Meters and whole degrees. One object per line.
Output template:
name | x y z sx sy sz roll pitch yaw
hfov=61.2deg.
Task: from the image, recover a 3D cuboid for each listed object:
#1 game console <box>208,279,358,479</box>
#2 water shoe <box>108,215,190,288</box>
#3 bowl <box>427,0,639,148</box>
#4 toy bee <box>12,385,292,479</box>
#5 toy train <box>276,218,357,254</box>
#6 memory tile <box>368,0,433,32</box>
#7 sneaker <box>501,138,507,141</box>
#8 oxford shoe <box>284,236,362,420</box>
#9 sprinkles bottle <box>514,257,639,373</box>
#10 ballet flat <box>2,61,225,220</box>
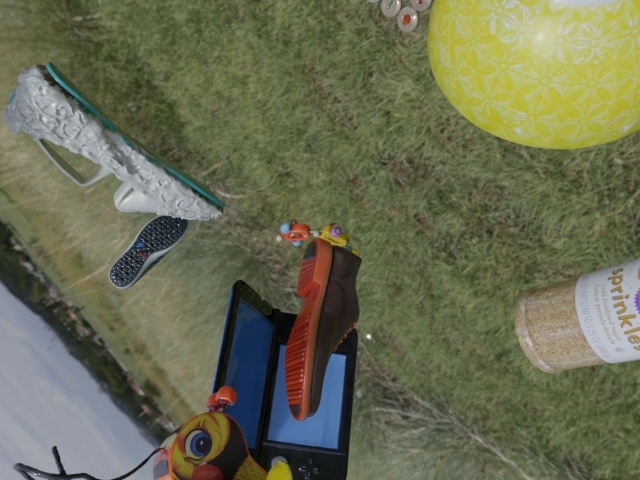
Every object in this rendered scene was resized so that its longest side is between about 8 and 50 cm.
game console | -0.050 0.241 0.889 0.250 0.293 0.173 11 155 -9
water shoe | -0.359 0.015 1.134 0.073 0.203 0.080 47 170 -4
bowl | 0.251 -0.255 0.538 0.289 0.289 0.156 41 175 20
toy bee | -0.095 0.231 0.521 0.195 0.162 0.298 -15 122 38
toy train | 0.000 0.000 1.037 0.125 0.046 0.166 -9 146 28
memory tile | 0.133 -0.397 0.797 0.113 0.012 0.148 49 134 14
sneaker | 0.540 -0.328 1.370 0.192 0.086 0.064 -47 73 31
oxford shoe | 0.012 0.131 0.802 0.098 0.271 0.097 17 159 -19
sprinkles bottle | 0.404 0.069 0.614 0.121 0.121 0.355 54 139 -6
ballet flat | -0.352 -0.133 0.942 0.147 0.147 0.409 20 164 49
